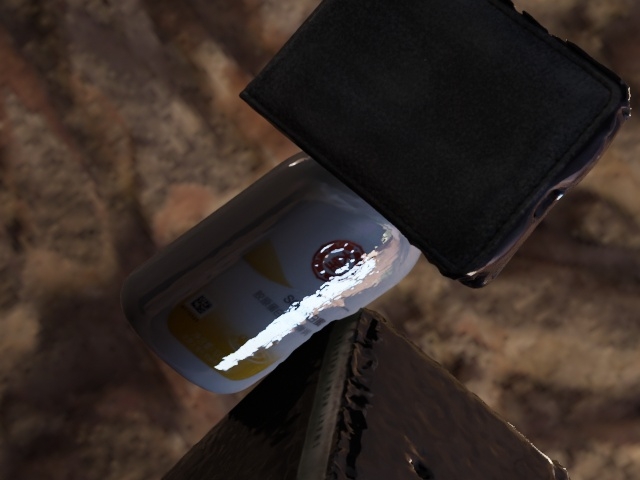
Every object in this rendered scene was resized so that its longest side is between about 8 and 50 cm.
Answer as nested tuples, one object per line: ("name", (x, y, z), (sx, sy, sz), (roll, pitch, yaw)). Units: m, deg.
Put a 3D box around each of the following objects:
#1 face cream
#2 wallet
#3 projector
("face cream", (0.000, 0.000, 1.288), (0.144, 0.291, 0.071), (45, -162, -37))
("wallet", (0.074, -0.089, 1.145), (0.222, 0.167, 0.036), (40, 180, 24))
("projector", (-0.041, 0.307, 1.093), (0.242, 0.405, 0.395), (39, -157, -13))
